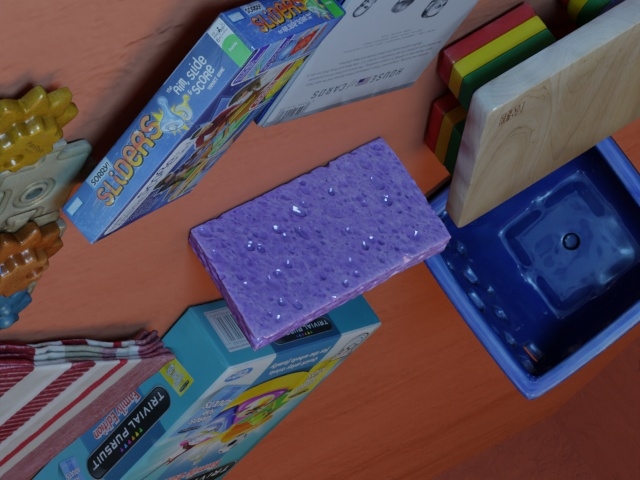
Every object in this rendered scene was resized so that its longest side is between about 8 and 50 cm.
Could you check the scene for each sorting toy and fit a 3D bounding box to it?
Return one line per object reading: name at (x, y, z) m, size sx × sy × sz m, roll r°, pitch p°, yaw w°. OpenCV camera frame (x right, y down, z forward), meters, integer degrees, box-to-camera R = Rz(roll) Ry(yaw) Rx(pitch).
sorting toy at (0.215, -0.154, 1.486) m, size 0.255 × 0.089 × 0.257 m, roll -31°, pitch 162°, yaw -12°

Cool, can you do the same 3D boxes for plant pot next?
plant pot at (0.262, 0.007, 1.786) m, size 0.236 × 0.236 × 0.212 m, roll -38°, pitch 170°, yaw 13°

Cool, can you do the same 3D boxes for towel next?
towel at (-0.303, 0.161, 1.458) m, size 0.237 × 0.037 × 0.329 m, roll -40°, pitch 161°, yaw 23°

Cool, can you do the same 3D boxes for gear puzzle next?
gear puzzle at (-0.231, 0.003, 1.147) m, size 0.175 × 0.044 × 0.339 m, roll -21°, pitch 158°, yaw -38°

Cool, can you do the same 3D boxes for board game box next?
board game box at (-0.081, -0.090, 1.147) m, size 0.201 × 0.035 × 0.136 m, roll -46°, pitch 173°, yaw 31°
board game box at (-0.125, 0.177, 1.757) m, size 0.253 × 0.079 × 0.336 m, roll -12°, pitch 152°, yaw -51°

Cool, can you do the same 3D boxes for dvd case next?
dvd case at (0.062, -0.182, 1.227) m, size 0.179 × 0.030 × 0.239 m, roll -19°, pitch 157°, yaw -43°

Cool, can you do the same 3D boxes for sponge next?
sponge at (0.000, 0.000, 1.449) m, size 0.210 × 0.117 × 0.031 m, roll -27°, pitch 163°, yaw -23°
